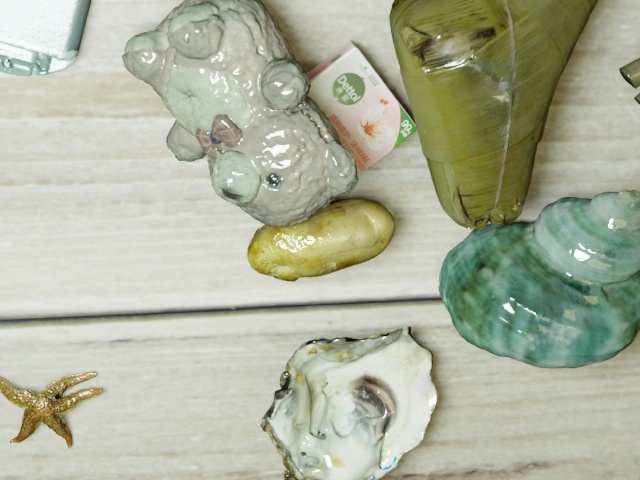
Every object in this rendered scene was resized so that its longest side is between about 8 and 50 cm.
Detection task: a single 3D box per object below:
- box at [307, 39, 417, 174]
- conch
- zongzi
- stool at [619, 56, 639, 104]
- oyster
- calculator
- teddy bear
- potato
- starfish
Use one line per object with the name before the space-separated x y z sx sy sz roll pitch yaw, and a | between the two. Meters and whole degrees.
box | 0.038 -0.149 1.460 0.089 0.043 0.125 -38 110 6
conch | 0.281 0.041 1.503 0.220 0.195 0.277 49 126 8
zongzi | 0.244 -0.178 1.432 0.300 0.145 0.273 -22 115 -7
stool | 0.443 -0.172 1.447 0.139 0.153 0.228 -45 109 9
oyster | 0.036 0.204 1.565 0.223 0.083 0.214 -17 114 -7
calculator | -0.302 -0.292 1.363 0.141 0.045 0.246 13 107 -12
teddy bear | -0.084 -0.136 1.382 0.151 0.236 0.267 -30 100 -40
potato | 0.000 0.000 1.475 0.171 0.107 0.080 -18 94 -6
starfish | -0.337 0.195 1.532 0.130 0.041 0.133 29 103 -15
